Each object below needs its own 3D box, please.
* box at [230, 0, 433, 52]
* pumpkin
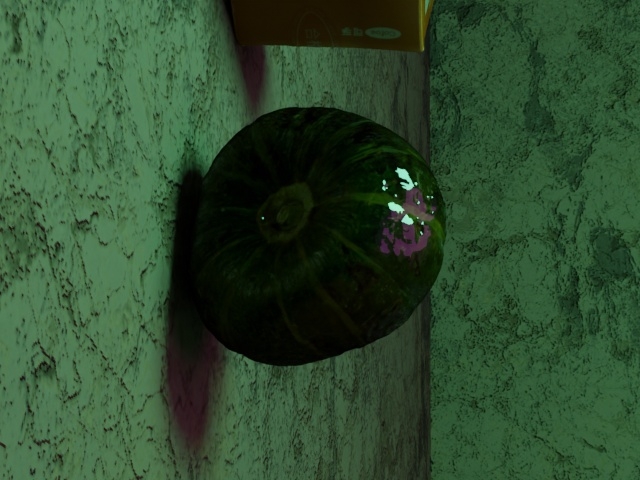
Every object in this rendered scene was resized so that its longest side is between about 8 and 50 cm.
[{"bbox_3d":[0.008,-0.372,1.333,0.341,0.224,0.143,84,13,-47],"label":"box"},{"bbox_3d":[0.001,0.001,1.196,0.189,0.260,0.260,42,44,-54],"label":"pumpkin"}]
